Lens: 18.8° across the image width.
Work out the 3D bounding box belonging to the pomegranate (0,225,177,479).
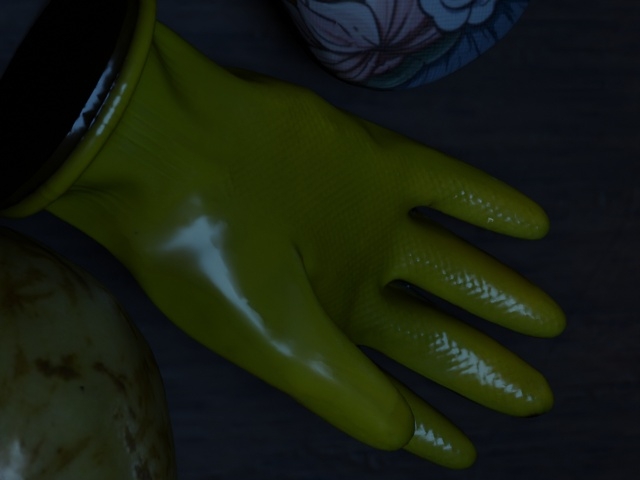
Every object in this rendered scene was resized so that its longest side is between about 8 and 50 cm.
[{"bbox_3d":[-0.151,0.101,0.742,0.215,0.215,0.215,-3,97,-21],"label":"pomegranate"}]

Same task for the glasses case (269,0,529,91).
[{"bbox_3d":[-0.014,-0.213,0.828,0.122,0.082,0.321,-34,107,-12],"label":"glasses case"}]

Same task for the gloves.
[{"bbox_3d":[0.001,-0.001,0.856,0.294,0.116,0.133,31,92,-28],"label":"gloves"}]
